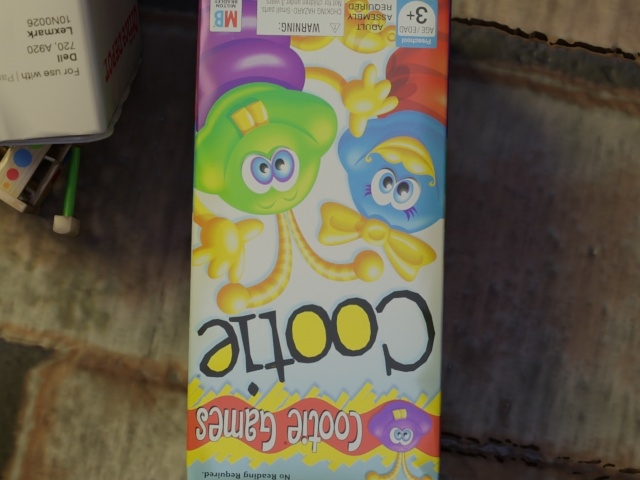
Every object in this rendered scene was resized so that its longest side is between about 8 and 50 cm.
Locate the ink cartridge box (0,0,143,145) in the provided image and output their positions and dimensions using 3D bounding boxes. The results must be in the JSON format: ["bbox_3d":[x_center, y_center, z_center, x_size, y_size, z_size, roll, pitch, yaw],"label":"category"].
[{"bbox_3d":[-0.178,-0.208,0.794,0.117,0.201,0.278,-5,111,1],"label":"ink cartridge box"}]

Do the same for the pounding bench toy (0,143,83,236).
[{"bbox_3d":[-0.171,-0.049,0.905,0.083,0.052,0.065,33,89,1],"label":"pounding bench toy"}]

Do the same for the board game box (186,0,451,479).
[{"bbox_3d":[0.000,0.000,0.858,0.144,0.142,0.275,1,89,1],"label":"board game box"}]
